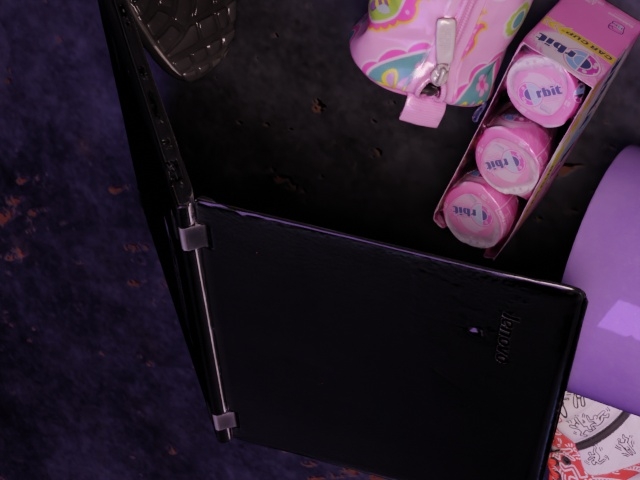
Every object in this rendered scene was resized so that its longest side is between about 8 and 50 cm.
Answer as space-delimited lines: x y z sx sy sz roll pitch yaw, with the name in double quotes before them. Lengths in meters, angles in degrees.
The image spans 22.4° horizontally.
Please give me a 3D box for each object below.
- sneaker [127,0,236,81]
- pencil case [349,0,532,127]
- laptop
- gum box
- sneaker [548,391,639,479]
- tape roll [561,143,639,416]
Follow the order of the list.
"sneaker" -0.171 -0.258 1.317 0.124 0.107 0.283 -8 113 54
"pencil case" 0.114 -0.219 1.097 0.124 0.124 0.284 31 122 11
"laptop" 0.000 0.000 1.263 0.382 0.236 0.408 89 163 -59
"gum box" 0.157 -0.083 1.199 0.062 0.107 0.188 33 133 9
"sneaker" 0.220 0.180 1.356 0.145 0.090 0.270 37 130 7
"tape roll" 0.236 0.031 1.171 0.080 0.189 0.189 19 129 22
